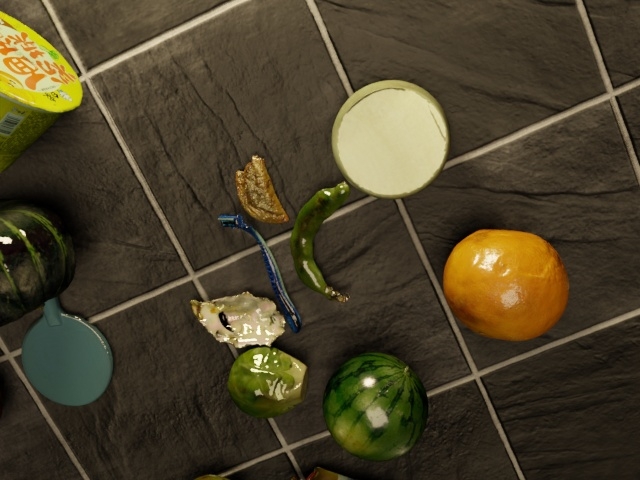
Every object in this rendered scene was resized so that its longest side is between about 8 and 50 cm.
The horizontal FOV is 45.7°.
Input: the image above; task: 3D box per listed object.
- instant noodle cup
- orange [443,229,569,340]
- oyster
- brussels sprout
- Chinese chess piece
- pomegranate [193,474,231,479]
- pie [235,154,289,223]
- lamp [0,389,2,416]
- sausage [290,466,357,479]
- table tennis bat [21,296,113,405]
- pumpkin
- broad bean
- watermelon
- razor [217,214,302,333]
[{"bbox_3d":[-0.668,-0.292,1.511,0.311,0.311,0.221,41,113,-10],"label":"instant noodle cup"},{"bbox_3d":[0.389,0.094,1.607,0.261,0.261,0.260,0,107,1],"label":"orange"},{"bbox_3d":[-0.187,0.186,1.746,0.209,0.072,0.132,-9,93,-5],"label":"oyster"},{"bbox_3d":[-0.121,0.331,1.756,0.181,0.144,0.161,16,72,9],"label":"brussels sprout"},{"bbox_3d":[0.148,-0.211,1.597,0.251,0.101,0.250,0,107,1],"label":"Chinese chess piece"},{"bbox_3d":[-0.243,0.662,1.848,0.246,0.198,0.198,-8,111,-33],"label":"pomegranate"},{"bbox_3d":[-0.136,-0.105,1.675,0.092,0.034,0.169,-16,112,4],"label":"pie"},{"bbox_3d":[-0.854,0.386,1.749,0.227,0.227,0.226,0,107,1],"label":"lamp"},{"bbox_3d":[0.071,0.647,1.858,0.318,0.117,0.125,19,92,-3],"label":"sausage"},{"bbox_3d":[-0.608,0.245,1.791,0.215,0.044,0.328,-8,109,5],"label":"table tennis bat"},{"bbox_3d":[-0.680,0.045,1.585,0.324,0.323,0.241,-10,108,4],"label":"pumpkin"},{"bbox_3d":[0.000,0.000,1.679,0.144,0.049,0.291,9,115,19],"label":"broad bean"},{"bbox_3d":[0.124,0.372,1.708,0.243,0.242,0.242,0,107,1],"label":"watermelon"},{"bbox_3d":[-0.116,0.070,1.720,0.056,0.093,0.324,-38,110,-24],"label":"razor"}]
